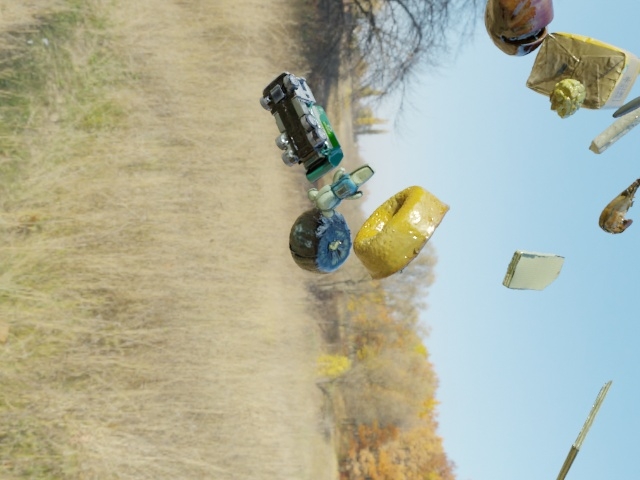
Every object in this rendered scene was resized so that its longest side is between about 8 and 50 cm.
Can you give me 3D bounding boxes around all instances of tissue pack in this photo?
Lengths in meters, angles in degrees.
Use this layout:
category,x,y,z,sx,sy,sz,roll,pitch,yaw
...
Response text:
category,x,y,z,sx,sy,sz,roll,pitch,yaw
tissue pack,0.972,-0.616,1.898,0.381,0.293,0.229,-19,133,-48

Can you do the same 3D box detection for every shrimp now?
category,x,y,z,sx,sy,sz,roll,pitch,yaw
shrimp,1.201,-0.140,2.021,0.262,0.117,0.066,-53,-177,20

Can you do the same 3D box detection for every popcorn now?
category,x,y,z,sx,sy,sz,roll,pitch,yaw
popcorn,0.786,-0.461,1.661,0.120,0.116,0.106,36,20,-49

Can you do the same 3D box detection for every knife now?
category,x,y,z,sx,sy,sz,roll,pitch,yaw
knife,0.846,-0.383,1.282,0.035,0.247,0.018,46,26,-20

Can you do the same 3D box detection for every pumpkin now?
category,x,y,z,sx,sy,sz,roll,pitch,yaw
pumpkin,0.000,0.000,1.741,0.233,0.163,0.233,-15,112,-41

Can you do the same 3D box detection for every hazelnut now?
category,x,y,z,sx,sy,sz,roll,pitch,yaw
hazelnut,0.615,-0.711,1.633,0.252,0.216,0.217,72,14,-45

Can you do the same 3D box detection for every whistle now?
category,x,y,z,sx,sy,sz,roll,pitch,yaw
whistle,0.068,-0.159,1.554,0.114,0.235,0.077,49,33,-12

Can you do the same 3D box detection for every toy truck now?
category,x,y,z,sx,sy,sz,roll,pitch,yaw
toy truck,-0.040,-0.264,1.215,0.124,0.114,0.254,-6,69,-56

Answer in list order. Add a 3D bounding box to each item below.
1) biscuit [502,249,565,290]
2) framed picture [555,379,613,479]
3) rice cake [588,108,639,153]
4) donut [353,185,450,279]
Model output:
category,x,y,z,sx,sy,sz,roll,pitch,yaw
biscuit,0.806,0.114,1.953,0.052,0.252,0.150,41,-58,57
framed picture,0.595,0.486,1.205,0.231,0.018,0.293,-36,138,-37
rice cake,0.948,-0.366,1.596,0.052,0.256,0.057,50,17,6
donut,0.198,-0.030,1.334,0.108,0.277,0.278,46,16,-13
